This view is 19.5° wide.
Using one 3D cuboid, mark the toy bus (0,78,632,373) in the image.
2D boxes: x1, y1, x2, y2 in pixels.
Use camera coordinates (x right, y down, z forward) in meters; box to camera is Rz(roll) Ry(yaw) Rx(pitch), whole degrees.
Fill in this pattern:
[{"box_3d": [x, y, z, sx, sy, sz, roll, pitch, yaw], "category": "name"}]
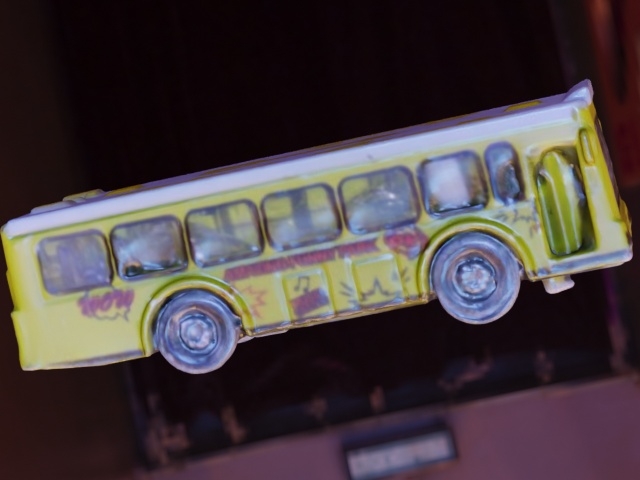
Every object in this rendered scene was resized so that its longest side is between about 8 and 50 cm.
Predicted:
[{"box_3d": [0.000, 0.000, 0.688, 0.226, 0.074, 0.081, -11, -175, 12], "category": "toy bus"}]
